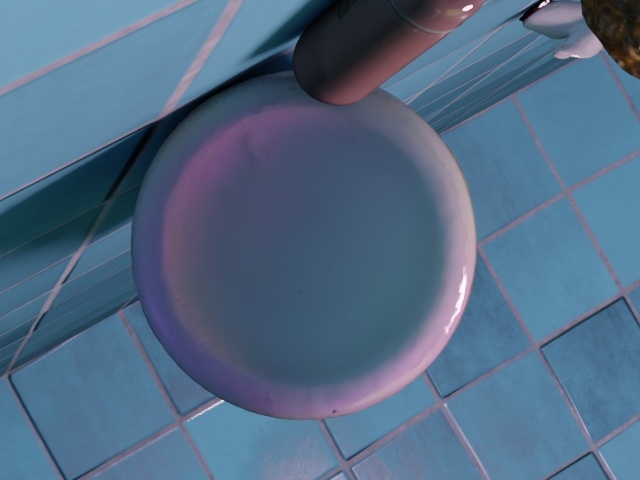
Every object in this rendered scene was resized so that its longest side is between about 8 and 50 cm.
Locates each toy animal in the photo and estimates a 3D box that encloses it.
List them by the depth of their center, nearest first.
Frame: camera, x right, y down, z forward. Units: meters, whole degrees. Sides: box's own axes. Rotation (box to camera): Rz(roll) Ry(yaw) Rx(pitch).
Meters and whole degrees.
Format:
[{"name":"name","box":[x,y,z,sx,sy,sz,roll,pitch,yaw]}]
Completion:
[{"name":"toy animal","box":[0.305,-0.253,1.438,0.181,0.131,0.127,-38,143,25]}]

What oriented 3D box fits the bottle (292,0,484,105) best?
[{"name":"bottle","box":[0.036,-0.119,0.772,0.053,0.053,0.140,-29,179,-33]}]

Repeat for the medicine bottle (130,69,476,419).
[{"name":"medicine bottle","box":[0.000,0.000,1.036,0.219,0.219,0.388,-30,180,3]}]

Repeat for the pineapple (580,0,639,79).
[{"name":"pineapple","box":[0.350,-0.239,1.090,0.310,0.141,0.170,-35,-147,35]}]
